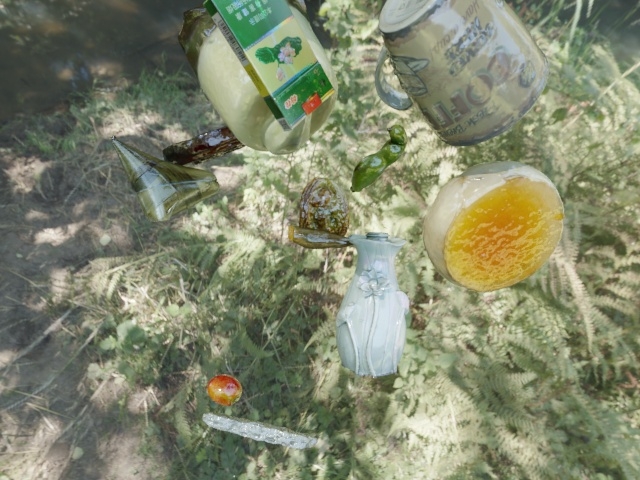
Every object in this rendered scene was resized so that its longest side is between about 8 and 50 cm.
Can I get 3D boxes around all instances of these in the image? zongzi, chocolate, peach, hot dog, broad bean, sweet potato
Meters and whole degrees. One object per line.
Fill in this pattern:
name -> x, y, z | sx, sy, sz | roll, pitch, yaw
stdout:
zongzi -> -0.410, -0.193, 1.103 | 0.221, 0.112, 0.242 | -36, 110, -39
chocolate -> -0.110, -0.376, 0.966 | 0.314, 0.326, 0.297 | -28, 58, -10
peach -> -0.252, 0.392, 1.101 | 0.098, 0.061, 0.098 | 27, 15, -8
hot dog -> 0.011, -0.100, 1.549 | 0.196, 0.272, 0.122 | -2, 25, -13
broad bean -> 0.121, -0.168, 0.893 | 0.070, 0.213, 0.048 | 4, 54, -28
sweet potato -> 0.000, 0.000, 1.425 | 0.243, 0.077, 0.077 | 12, 59, 4

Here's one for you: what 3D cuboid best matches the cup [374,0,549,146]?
cup -> 0.204, -0.331, 0.736 | 0.257, 0.301, 0.227 | 34, 70, -34

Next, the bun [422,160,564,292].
bun -> 0.362, -0.042, 0.908 | 0.299, 0.299, 0.165 | 1, 26, -11

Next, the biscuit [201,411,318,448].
biscuit -> -0.153, 0.473, 1.023 | 0.289, 0.141, 0.038 | 17, 69, -9

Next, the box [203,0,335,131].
box -> -0.077, -0.325, 0.706 | 0.132, 0.034, 0.235 | -48, 120, -25

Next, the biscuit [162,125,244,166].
biscuit -> -0.341, -0.339, 1.422 | 0.407, 0.407, 0.091 | -26, 107, -24

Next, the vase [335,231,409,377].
vase -> 0.171, 0.194, 1.341 | 0.250, 0.250, 0.445 | 2, 97, -11
